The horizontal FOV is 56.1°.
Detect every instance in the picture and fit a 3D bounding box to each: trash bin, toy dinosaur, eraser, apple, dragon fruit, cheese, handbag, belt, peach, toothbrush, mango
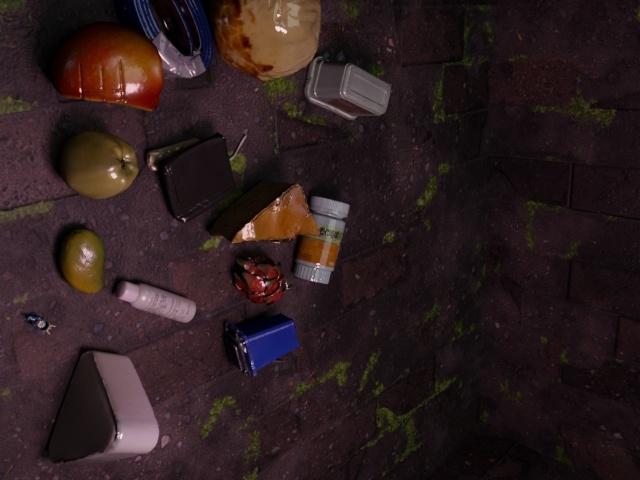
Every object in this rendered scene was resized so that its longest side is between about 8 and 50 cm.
[{"bbox_3d":[-0.208,0.349,2.131,0.234,0.162,0.184,-20,109,-26],"label":"trash bin"},{"bbox_3d":[-0.759,0.223,1.625,0.031,0.047,0.083,-58,136,-16],"label":"toy dinosaur"},{"bbox_3d":[-0.594,0.506,1.688,0.150,0.331,0.331,25,82,-48],"label":"eraser"},{"bbox_3d":[-0.587,-0.202,1.600,0.200,0.200,0.200,-15,112,-44],"label":"apple"},{"bbox_3d":[-0.208,0.136,2.104,0.182,0.182,0.189,-27,81,-39],"label":"dragon fruit"},{"bbox_3d":[-0.444,-0.263,1.833,0.194,0.043,0.065,-27,119,-41],"label":"cheese"},{"bbox_3d":[-0.384,-0.197,1.867,0.247,0.080,0.223,-37,137,-35],"label":"handbag"},{"bbox_3d":[-0.439,-0.625,1.684,0.212,0.117,0.347,-46,130,-31],"label":"belt"},{"bbox_3d":[-0.548,-0.440,1.546,0.274,0.248,0.245,-6,79,-27],"label":"peach"},{"bbox_3d":[-0.291,-0.290,2.012,0.017,0.014,0.162,37,73,-31],"label":"toothbrush"},{"bbox_3d":[-0.656,0.061,1.663,0.122,0.085,0.191,-12,109,-48],"label":"mango"}]

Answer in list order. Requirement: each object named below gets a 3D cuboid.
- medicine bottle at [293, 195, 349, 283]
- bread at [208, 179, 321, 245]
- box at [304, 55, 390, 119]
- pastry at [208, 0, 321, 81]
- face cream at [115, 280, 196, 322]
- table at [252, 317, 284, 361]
[{"bbox_3d":[0.000,0.000,2.297,0.158,0.158,0.318,13,91,-48],"label":"medicine bottle"},{"bbox_3d":[-0.180,-0.035,2.035,0.315,0.248,0.279,-50,130,-21],"label":"bread"},{"bbox_3d":[0.113,-0.564,2.245,0.311,0.182,0.175,11,92,-47],"label":"box"},{"bbox_3d":[-0.175,-0.669,1.785,0.312,0.388,0.389,-12,111,-17],"label":"pastry"},{"bbox_3d":[-0.509,0.186,1.859,0.269,0.082,0.082,31,78,-47],"label":"face cream"},{"bbox_3d":[-0.191,0.376,2.268,0.175,0.062,0.146,16,89,-51],"label":"table"}]
